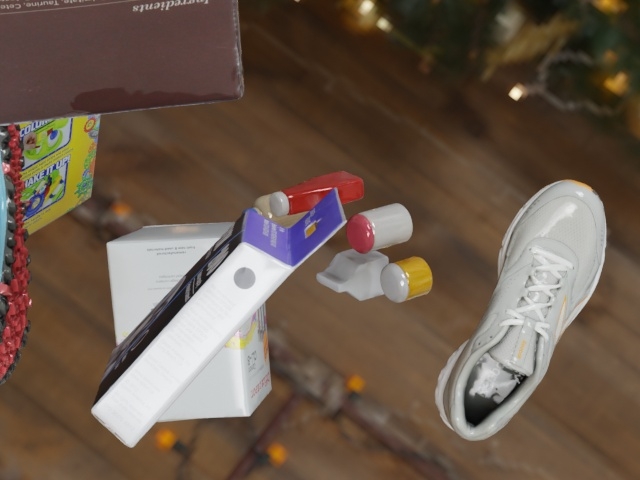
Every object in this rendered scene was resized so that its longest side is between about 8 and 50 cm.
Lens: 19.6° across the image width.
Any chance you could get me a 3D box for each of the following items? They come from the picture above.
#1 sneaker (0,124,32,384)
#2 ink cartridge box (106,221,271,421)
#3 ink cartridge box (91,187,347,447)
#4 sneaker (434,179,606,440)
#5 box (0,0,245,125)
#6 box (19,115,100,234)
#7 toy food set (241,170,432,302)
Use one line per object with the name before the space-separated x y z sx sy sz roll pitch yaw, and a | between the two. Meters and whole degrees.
sneaker | -0.302 0.001 1.503 0.104 0.125 0.262 77 7 -70
ink cartridge box | -0.123 0.077 1.783 0.128 0.127 0.176 -41 128 -78
ink cartridge box | -0.070 0.035 1.287 0.208 0.045 0.206 -45 -174 4
sneaker | 0.191 0.071 1.681 0.121 0.099 0.262 -76 -170 -83
box | -0.139 -0.198 1.090 0.203 0.167 0.168 88 -6 -56
box | -0.363 -0.177 1.725 0.177 0.290 0.279 -35 151 -40
toy food set | 0.000 0.000 1.835 0.104 0.232 0.111 -15 117 -32
